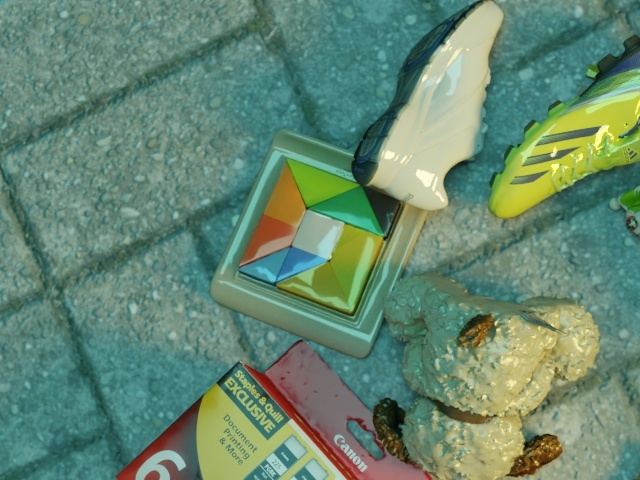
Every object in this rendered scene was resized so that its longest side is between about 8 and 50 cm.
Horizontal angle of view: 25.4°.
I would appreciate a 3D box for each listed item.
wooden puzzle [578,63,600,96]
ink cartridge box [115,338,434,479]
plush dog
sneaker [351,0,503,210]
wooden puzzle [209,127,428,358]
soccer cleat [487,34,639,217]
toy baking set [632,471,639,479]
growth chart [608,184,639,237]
[{"bbox_3d":[0.353,-0.156,1.752,0.078,0.014,0.116,11,81,16],"label":"wooden puzzle"},{"bbox_3d":[-0.032,0.301,1.668,0.272,0.130,0.309,-44,76,-2],"label":"ink cartridge box"},{"bbox_3d":[0.178,0.177,1.642,0.262,0.210,0.225,10,104,11],"label":"plush dog"},{"bbox_3d":[0.152,-0.166,1.750,0.129,0.111,0.297,34,74,-15],"label":"sneaker"},{"bbox_3d":[0.000,0.000,1.763,0.221,0.044,0.239,21,83,12],"label":"wooden puzzle"},{"bbox_3d":[0.323,-0.118,1.696,0.289,0.093,0.121,-43,75,2],"label":"soccer cleat"},{"bbox_3d":[0.447,0.323,1.639,0.196,0.030,0.256,11,82,8],"label":"toy baking set"},{"bbox_3d":[0.420,0.032,1.634,0.021,0.172,0.237,-18,78,-19],"label":"growth chart"}]
